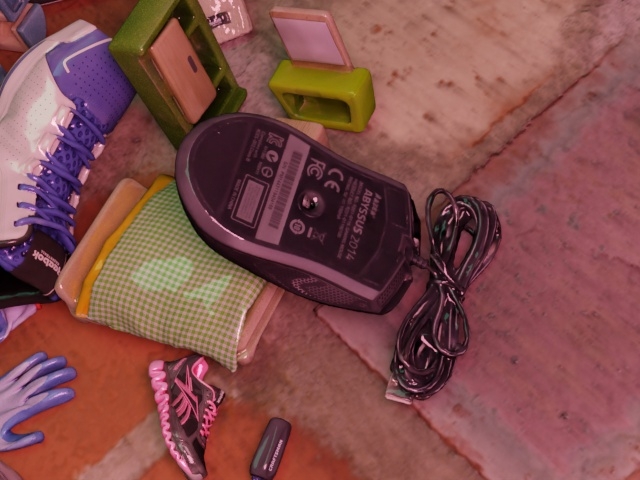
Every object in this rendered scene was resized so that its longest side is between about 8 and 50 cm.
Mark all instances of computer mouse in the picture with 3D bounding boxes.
[{"bbox_3d":[0.000,0.000,1.033,0.272,0.072,0.188,29,63,-12],"label":"computer mouse"}]

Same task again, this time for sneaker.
[{"bbox_3d":[-0.104,0.142,1.066,0.057,0.047,0.119,-17,54,-3],"label":"sneaker"},{"bbox_3d":[-0.262,-0.037,1.192,0.315,0.127,0.182,-48,51,-9],"label":"sneaker"}]

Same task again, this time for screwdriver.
[{"bbox_3d":[-0.060,0.216,1.007,0.024,0.025,0.169,9,62,28],"label":"screwdriver"}]

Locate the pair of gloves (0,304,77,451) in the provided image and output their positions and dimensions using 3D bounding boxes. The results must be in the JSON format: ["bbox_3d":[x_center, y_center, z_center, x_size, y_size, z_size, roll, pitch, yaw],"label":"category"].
[{"bbox_3d":[-0.307,0.120,1.175,0.159,0.023,0.198,-31,51,1],"label":"pair of gloves"}]

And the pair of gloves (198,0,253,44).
[{"bbox_3d":[-0.068,-0.321,1.282,0.240,0.204,0.042,-26,14,9],"label":"pair of gloves"}]

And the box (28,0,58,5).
[{"bbox_3d":[-0.268,-0.365,1.355,0.270,0.216,0.060,-10,39,17],"label":"box"}]

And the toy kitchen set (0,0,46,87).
[{"bbox_3d":[-0.357,-0.223,1.304,0.122,0.207,0.166,11,61,29],"label":"toy kitchen set"}]

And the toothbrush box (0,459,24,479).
[{"bbox_3d":[-0.318,0.315,0.987,0.283,0.122,0.206,-43,52,-7],"label":"toothbrush box"}]

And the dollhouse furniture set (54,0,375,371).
[{"bbox_3d":[-0.104,-0.067,1.115,0.198,0.151,0.301,11,58,29],"label":"dollhouse furniture set"}]
